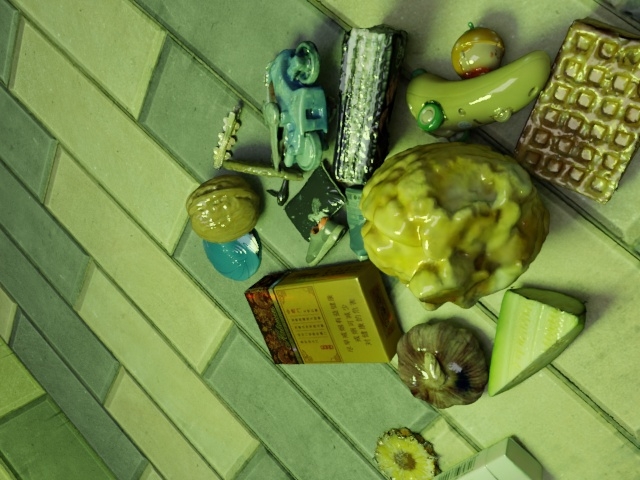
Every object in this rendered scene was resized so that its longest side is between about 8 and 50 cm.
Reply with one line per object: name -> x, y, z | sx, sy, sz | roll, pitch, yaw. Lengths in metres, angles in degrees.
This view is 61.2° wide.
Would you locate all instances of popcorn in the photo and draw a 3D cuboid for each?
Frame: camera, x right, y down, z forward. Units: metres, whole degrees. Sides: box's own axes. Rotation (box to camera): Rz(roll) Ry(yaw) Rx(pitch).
popcorn -> 0.264, -0.046, 1.116 | 0.354, 0.390, 0.344 | 45, 109, 1

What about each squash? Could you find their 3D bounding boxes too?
squash -> 0.504, 0.258, 1.230 | 0.203, 0.111, 0.289 | 24, 117, 55

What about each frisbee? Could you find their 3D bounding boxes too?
frisbee -> -0.292, 0.019, 1.718 | 0.242, 0.045, 0.242 | 12, 114, 29

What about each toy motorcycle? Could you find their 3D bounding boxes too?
toy motorcycle -> -0.082, -0.334, 1.365 | 0.241, 0.182, 0.319 | 12, 114, 30

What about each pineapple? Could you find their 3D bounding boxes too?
pineapple -> 0.253, 0.630, 1.577 | 0.221, 0.047, 0.221 | 12, 115, 27

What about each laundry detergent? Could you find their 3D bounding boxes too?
laundry detergent -> 0.110, -0.040, 1.418 | 0.096, 0.061, 0.206 | 12, 113, 37

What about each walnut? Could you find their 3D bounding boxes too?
walnut -> -0.277, -0.092, 1.573 | 0.213, 0.213, 0.213 | 12, 113, 30

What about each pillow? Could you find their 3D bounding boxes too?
pillow -> -0.017, -0.099, 1.483 | 0.208, 0.055, 0.141 | -48, 66, 40

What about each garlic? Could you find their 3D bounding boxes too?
garlic -> 0.301, 0.323, 1.361 | 0.245, 0.160, 0.245 | 9, 115, 21

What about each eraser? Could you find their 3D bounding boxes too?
eraser -> 0.427, 0.637, 1.421 | 0.130, 0.086, 0.287 | 42, 123, 1

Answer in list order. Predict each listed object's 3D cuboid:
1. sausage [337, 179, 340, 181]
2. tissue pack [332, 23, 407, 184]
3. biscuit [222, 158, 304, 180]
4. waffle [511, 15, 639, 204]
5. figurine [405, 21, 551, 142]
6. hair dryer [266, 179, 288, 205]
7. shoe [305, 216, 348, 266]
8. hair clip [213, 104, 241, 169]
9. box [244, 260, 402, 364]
sausage -> 0.096, -0.162, 1.405 | 0.107, 0.031, 0.031 | 10, 112, 29
tissue pack -> 0.108, -0.310, 1.215 | 0.123, 0.245, 0.332 | 12, 114, 10
biscuit -> -0.181, -0.202, 1.507 | 0.289, 0.141, 0.038 | 14, 100, 31
waffle -> 0.532, -0.251, 1.051 | 0.213, 0.091, 0.308 | 28, 121, 22
figurine -> 0.317, -0.332, 1.124 | 0.324, 0.124, 0.222 | -8, 72, 48
hair dryer -> -0.127, -0.146, 1.564 | 0.083, 0.031, 0.079 | 22, 107, 34
shoe -> -0.001, 0.001, 1.478 | 0.077, 0.074, 0.194 | 40, 141, -3
hair clip -> -0.274, -0.304, 1.590 | 0.062, 0.056, 0.214 | 30, 130, 3
box -> -0.001, 0.213, 1.532 | 0.415, 0.116, 0.264 | -12, 107, 37
